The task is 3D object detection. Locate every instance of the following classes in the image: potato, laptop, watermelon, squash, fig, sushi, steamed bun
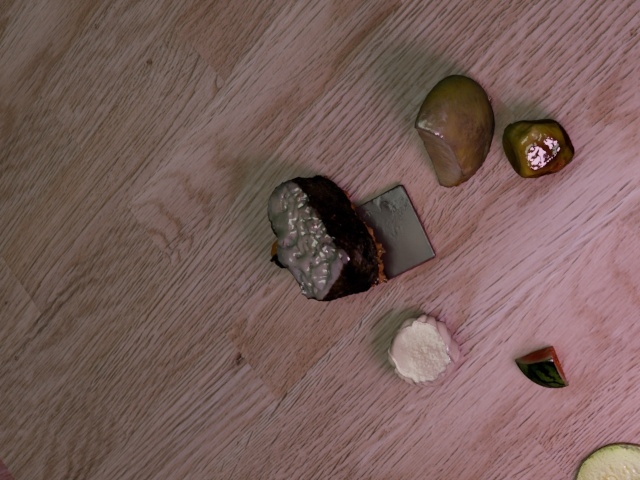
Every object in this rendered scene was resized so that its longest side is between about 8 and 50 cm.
[{"bbox_3d":[0.307,-0.250,1.905,0.112,0.255,0.269,13,99,27],"label":"potato"},{"bbox_3d":[0.192,-0.021,2.107,0.154,0.026,0.207,-28,81,24],"label":"laptop"},{"bbox_3d":[0.518,0.285,1.942,0.135,0.125,0.094,12,68,44],"label":"watermelon"},{"bbox_3d":[0.692,0.567,1.877,0.219,0.041,0.219,1,93,26],"label":"squash"},{"bbox_3d":[0.485,-0.213,1.885,0.166,0.144,0.154,25,70,44],"label":"fig"},{"bbox_3d":[0.000,0.000,2.113,0.234,0.207,0.348,-45,64,39],"label":"sushi"},{"bbox_3d":[0.260,0.273,2.045,0.183,0.106,0.183,2,94,23],"label":"steamed bun"}]

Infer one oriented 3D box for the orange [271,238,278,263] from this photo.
[{"bbox_3d":[-0.098,0.030,2.235,0.086,0.062,0.086,0,90,27],"label":"orange"}]
